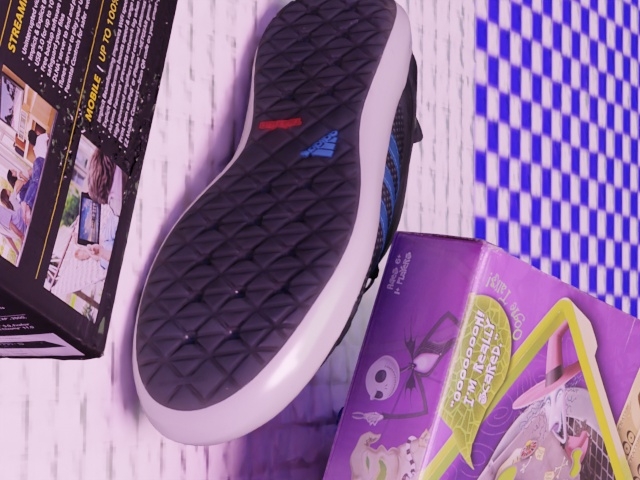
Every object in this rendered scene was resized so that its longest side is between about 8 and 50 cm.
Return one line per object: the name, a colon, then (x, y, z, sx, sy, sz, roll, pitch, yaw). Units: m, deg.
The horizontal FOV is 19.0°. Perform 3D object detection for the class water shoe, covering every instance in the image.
water shoe: (0.000, 0.000, 0.663, 0.080, 0.073, 0.203, 66, 34, -43)

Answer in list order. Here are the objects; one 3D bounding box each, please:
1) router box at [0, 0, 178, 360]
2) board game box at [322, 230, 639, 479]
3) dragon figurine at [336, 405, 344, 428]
router box: (-0.090, -0.074, 0.509, 0.133, 0.046, 0.179, 44, 50, -55)
board game box: (0.057, 0.191, 0.664, 0.208, 0.056, 0.347, 26, 78, -47)
dragon figurine: (0.085, 0.167, 0.809, 0.289, 0.085, 0.144, 48, 52, -47)
